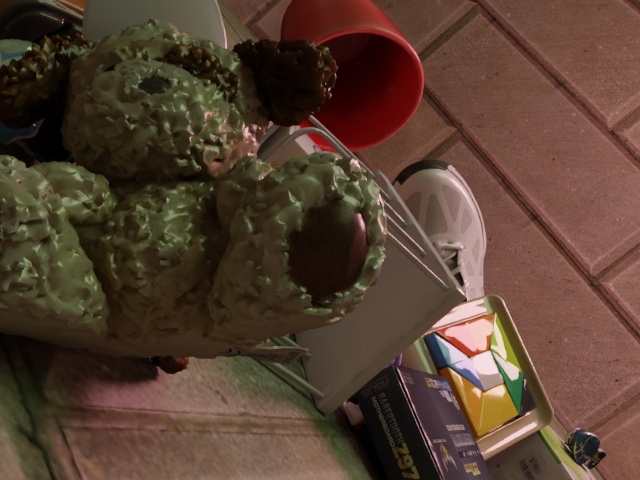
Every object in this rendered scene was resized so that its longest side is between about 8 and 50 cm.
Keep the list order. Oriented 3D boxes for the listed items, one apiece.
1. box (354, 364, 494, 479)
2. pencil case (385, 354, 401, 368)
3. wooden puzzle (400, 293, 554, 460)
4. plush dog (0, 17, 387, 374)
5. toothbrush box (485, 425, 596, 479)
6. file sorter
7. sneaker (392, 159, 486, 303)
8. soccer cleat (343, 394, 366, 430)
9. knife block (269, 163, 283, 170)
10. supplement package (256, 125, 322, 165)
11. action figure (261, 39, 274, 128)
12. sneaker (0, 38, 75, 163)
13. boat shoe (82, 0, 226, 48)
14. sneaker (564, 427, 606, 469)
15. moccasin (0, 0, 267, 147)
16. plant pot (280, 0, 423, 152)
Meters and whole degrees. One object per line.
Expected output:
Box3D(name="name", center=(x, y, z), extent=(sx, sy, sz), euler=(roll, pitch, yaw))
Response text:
Box3D(name="box", center=(0.131, 0.243, 0.826), extent=(0.233, 0.059, 0.183), euler=(29, 35, -62))
Box3D(name="pencil case", center=(0.059, 0.121, 0.979), extent=(0.088, 0.086, 0.206), euler=(6, 14, 0))
Box3D(name="wooden puzzle", center=(0.234, 0.198, 1.066), extent=(0.239, 0.044, 0.220), euler=(-11, 73, -38))
Box3D(name="plush dog", center=(-0.100, -0.040, 0.478), extent=(0.210, 0.263, 0.225), euler=(104, -15, -69))
Box3D(name="toothbrush box", center=(0.380, 0.411, 1.193), extent=(0.283, 0.122, 0.206), euler=(46, 11, -31))
Box3D(name="file sorter", center=(-0.008, 0.003, 0.802), extent=(0.173, 0.193, 0.277), euler=(41, 14, -30))
Box3D(name="sneaker", center=(0.230, 0.100, 1.215), extent=(0.257, 0.169, 0.447), euler=(-95, 172, -65))
Box3D(name="soccer cleat", center=(0.045, 0.187, 0.824), extent=(0.035, 0.029, 0.083), euler=(55, 15, 3))
Box3D(name="knife block", center=(0.000, 0.000, 1.191), extent=(0.276, 0.242, 0.088), euler=(6, 7, 6))
Box3D(name="supplement package", center=(-0.035, -0.115, 1.304), extent=(0.179, 0.105, 0.105), euler=(46, 17, -21))
Box3D(name="action figure", center=(-0.104, -0.261, 1.467), extent=(0.164, 0.141, 0.275), euler=(19, 49, -67))
Box3D(name="sneaker", center=(-0.216, -0.097, 0.626), extent=(0.237, 0.085, 0.086), euler=(24, 60, -80))
Box3D(name="boat shoe", center=(-0.129, -0.100, 0.609), extent=(0.102, 0.108, 0.301), euler=(-129, -153, -59))
Box3D(name="sneaker", center=(0.434, 0.343, 1.216), extent=(0.058, 0.052, 0.135), euler=(44, -4, 41))
Box3D(name="moccasin", center=(-0.202, -0.179, 0.788), extent=(0.380, 0.139, 0.147), euler=(16, 35, -48))
Box3D(name="plant pot", center=(0.036, -0.346, 1.377), extent=(0.275, 0.275, 0.243), euler=(40, 26, -43))
